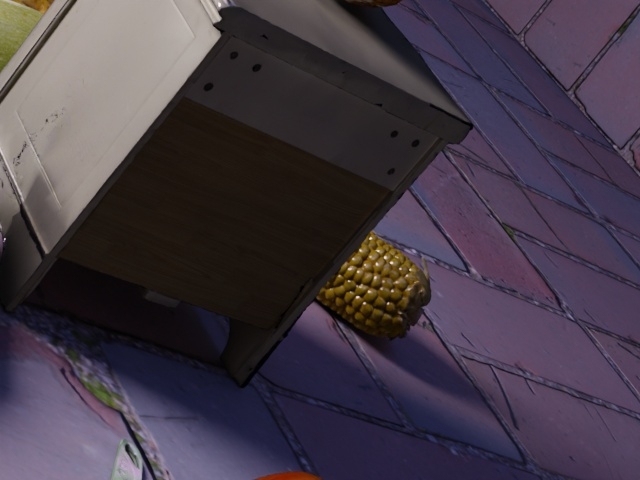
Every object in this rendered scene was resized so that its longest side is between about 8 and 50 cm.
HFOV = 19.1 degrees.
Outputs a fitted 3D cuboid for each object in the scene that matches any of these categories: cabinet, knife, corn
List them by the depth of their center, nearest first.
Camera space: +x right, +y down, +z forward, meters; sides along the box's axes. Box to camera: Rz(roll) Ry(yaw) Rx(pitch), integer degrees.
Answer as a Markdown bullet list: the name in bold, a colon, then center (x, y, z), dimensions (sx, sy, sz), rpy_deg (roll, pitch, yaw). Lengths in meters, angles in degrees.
- **knife**: center (-0.140, 0.194, 1.336), dimensions (0.030, 0.014, 0.207), rpy_deg (34, 17, -15)
- **cabinet**: center (-0.107, -0.087, 1.589), dimensions (0.290, 0.318, 0.227), rpy_deg (21, 26, -42)
- **corn**: center (-0.003, 0.004, 1.930), dimensions (0.260, 0.091, 0.091), rpy_deg (38, 59, -2)

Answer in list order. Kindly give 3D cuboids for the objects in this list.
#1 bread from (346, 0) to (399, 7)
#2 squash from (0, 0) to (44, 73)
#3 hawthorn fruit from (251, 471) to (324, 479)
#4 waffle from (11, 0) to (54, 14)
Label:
- **bread**: center (0.019, -0.260, 1.606), dimensions (0.105, 0.076, 0.233), rpy_deg (9, 40, -35)
- **squash**: center (-0.309, -0.166, 1.725), dimensions (0.187, 0.123, 0.123), rpy_deg (20, 25, -36)
- **hawthorn fruit**: center (-0.019, 0.223, 1.340), dimensions (0.128, 0.128, 0.128), rpy_deg (34, 18, -13)
- **waffle**: center (-0.246, -0.195, 1.999), dimensions (0.280, 0.060, 0.262), rpy_deg (40, 21, 9)
